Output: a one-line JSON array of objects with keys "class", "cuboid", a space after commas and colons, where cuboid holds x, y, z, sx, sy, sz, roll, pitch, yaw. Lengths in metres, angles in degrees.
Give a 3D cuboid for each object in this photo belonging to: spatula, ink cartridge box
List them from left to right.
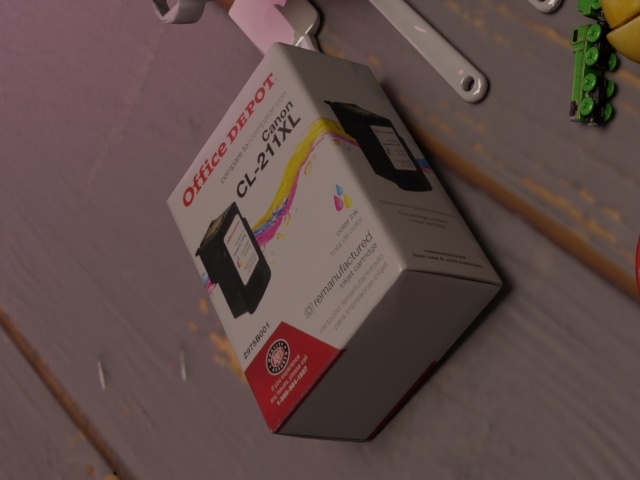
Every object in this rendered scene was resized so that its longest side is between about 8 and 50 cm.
[{"class": "ink cartridge box", "cuboid": [0.000, 0.000, 0.826, 0.127, 0.072, 0.175, -53, 46, 29]}, {"class": "spatula", "cuboid": [0.034, -0.144, 0.885, 0.168, 0.019, 0.242, -56, 44, 18]}]

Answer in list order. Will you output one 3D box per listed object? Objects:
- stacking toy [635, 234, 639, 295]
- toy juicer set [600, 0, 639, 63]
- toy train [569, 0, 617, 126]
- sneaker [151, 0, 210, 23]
[{"class": "stacking toy", "cuboid": [0.232, 0.045, 0.526, 0.330, 0.141, 0.141, 30, 100, 52]}, {"class": "toy juicer set", "cuboid": [0.200, -0.145, 0.648, 0.209, 0.089, 0.329, -51, 46, 23]}, {"class": "toy train", "cuboid": [0.134, -0.095, 0.761, 0.024, 0.017, 0.083, -7, 72, 57]}, {"class": "sneaker", "cuboid": [0.001, -0.276, 0.853, 0.366, 0.137, 0.210, -35, 49, 42]}]
